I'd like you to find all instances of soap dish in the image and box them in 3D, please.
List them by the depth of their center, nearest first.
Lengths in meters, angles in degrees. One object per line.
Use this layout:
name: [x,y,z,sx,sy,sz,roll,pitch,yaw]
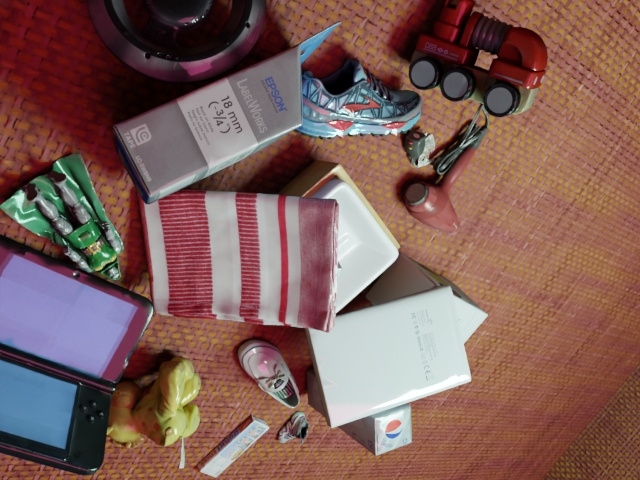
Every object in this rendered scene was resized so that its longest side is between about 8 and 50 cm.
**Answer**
soap dish: [0.000,0.000,1.316,0.229,0.118,0.291,-41,137,0]

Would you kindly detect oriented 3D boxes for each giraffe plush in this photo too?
giraffe plush: [-0.338,0.331,1.331,0.171,0.210,0.181,-2,146,7]

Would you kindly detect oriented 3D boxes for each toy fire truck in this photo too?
toy fire truck: [0.295,-0.360,1.183,0.158,0.217,0.246,-27,138,-58]

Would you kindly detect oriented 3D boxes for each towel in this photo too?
towel: [-0.134,0.032,1.136,0.329,0.037,0.236,4,115,9]

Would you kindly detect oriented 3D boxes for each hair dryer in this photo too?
hair dryer: [0.273,-0.123,1.438,0.224,0.080,0.293,-21,134,-21]

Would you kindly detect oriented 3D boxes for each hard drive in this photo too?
hard drive: [0.142,0.233,1.413,0.319,0.040,0.210,-14,94,-17]

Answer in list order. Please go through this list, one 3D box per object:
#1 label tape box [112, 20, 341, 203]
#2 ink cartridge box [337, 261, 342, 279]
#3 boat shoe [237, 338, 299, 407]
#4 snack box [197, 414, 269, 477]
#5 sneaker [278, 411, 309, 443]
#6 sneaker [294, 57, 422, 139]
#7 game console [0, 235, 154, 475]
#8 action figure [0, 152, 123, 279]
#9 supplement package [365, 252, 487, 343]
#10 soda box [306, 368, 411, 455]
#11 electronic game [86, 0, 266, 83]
label tape box: [-0.123,-0.173,0.997,0.334,0.241,0.105,-28,98,-13]
ink cartridge box: [-0.013,0.071,1.207,0.052,0.088,0.122,6,121,-22]
boat shoe: [-0.100,0.295,1.512,0.083,0.076,0.226,-40,137,-2]
snack box: [-0.206,0.489,1.632,0.178,0.022,0.064,-43,136,2]
sneaker: [-0.062,0.477,1.690,0.038,0.069,0.098,16,113,-42]
sneaker: [0.074,-0.247,1.182,0.262,0.104,0.125,-12,127,-28]
game console: [-0.422,0.175,1.043,0.293,0.250,0.173,28,118,-28]
action figure: [-0.375,-0.013,1.086,0.137,0.063,0.232,-35,140,-11]
supplement package: [0.248,0.151,1.596,0.244,0.139,0.133,28,104,-44]
soda box: [0.079,0.367,1.539,0.098,0.286,0.091,-10,106,-29]
electronic game: [-0.184,-0.316,0.895,0.230,0.048,0.229,1,85,-12]
